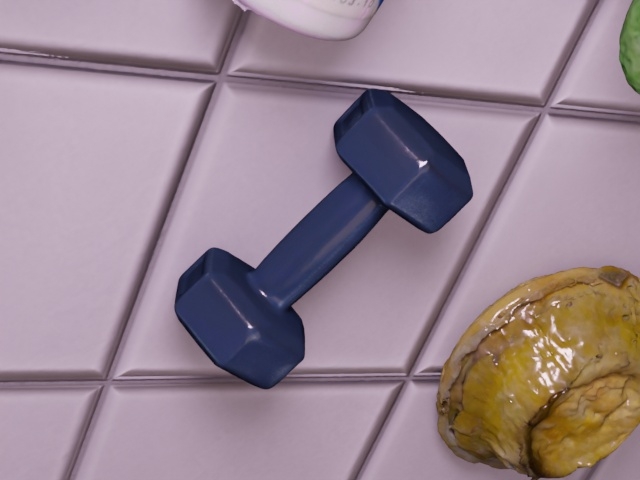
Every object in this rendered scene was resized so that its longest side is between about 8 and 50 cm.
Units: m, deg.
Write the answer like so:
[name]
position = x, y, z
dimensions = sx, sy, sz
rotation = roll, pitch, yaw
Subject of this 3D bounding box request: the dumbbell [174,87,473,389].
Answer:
[dumbbell]
position = 0.000, 0.000, 1.600
dimensions = 0.325, 0.160, 0.144
rotation = -45, 164, 13

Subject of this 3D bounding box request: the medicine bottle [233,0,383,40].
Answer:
[medicine bottle]
position = 0.030, -0.325, 1.300
dimensions = 0.170, 0.170, 0.293
rotation = 12, 123, -37

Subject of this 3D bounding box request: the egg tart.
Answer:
[egg tart]
position = 0.311, 0.188, 1.961
dimensions = 0.345, 0.132, 0.345
rotation = -17, 135, -18

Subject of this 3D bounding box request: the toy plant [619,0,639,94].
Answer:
[toy plant]
position = 0.366, -0.307, 1.361
dimensions = 0.210, 0.356, 0.317
rotation = -43, 110, -35
